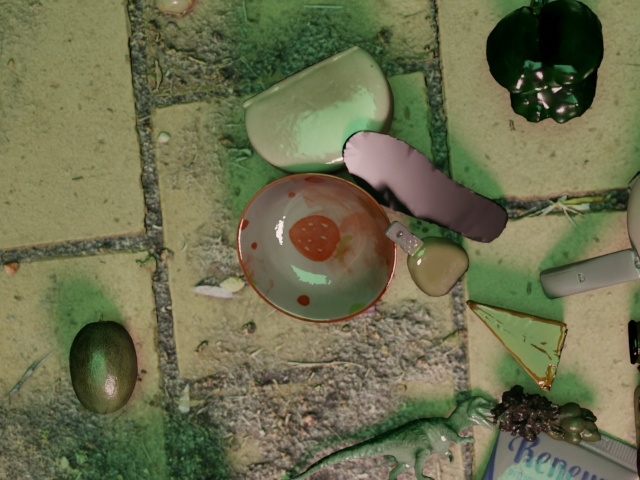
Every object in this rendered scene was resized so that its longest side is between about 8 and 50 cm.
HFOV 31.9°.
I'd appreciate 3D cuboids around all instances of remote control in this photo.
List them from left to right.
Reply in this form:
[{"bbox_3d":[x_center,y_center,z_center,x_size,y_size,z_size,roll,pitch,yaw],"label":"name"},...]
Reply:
[{"bbox_3d":[0.414,0.054,1.738,0.184,0.027,0.049,-20,89,48],"label":"remote control"}]

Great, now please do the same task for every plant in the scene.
[{"bbox_3d":[0.354,0.279,1.758,0.174,0.087,0.085,12,72,1],"label":"plant"}]

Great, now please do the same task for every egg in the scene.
[{"bbox_3d":[-0.245,-0.424,1.891,0.071,0.071,0.083,4,86,10],"label":"egg"}]

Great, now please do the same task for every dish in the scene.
[{"bbox_3d":[0.000,0.000,1.812,0.260,0.085,0.260,4,112,10],"label":"dish"}]

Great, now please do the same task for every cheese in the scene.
[{"bbox_3d":[0.161,0.020,1.765,0.097,0.192,0.037,-50,45,3],"label":"cheese"}]

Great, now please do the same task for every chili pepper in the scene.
[{"bbox_3d":[0.357,-0.301,1.747,0.174,0.261,0.165,-17,127,24],"label":"chili pepper"}]

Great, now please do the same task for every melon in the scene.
[{"bbox_3d":[-0.364,0.207,1.876,0.114,0.114,0.167,-4,91,9],"label":"melon"}]

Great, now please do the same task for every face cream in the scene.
[{"bbox_3d":[0.331,0.484,1.772,0.235,0.137,0.420,23,81,11],"label":"face cream"}]

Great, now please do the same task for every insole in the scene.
[{"bbox_3d":[0.167,-0.082,1.769,0.310,0.012,0.110,24,110,-19],"label":"insole"}]

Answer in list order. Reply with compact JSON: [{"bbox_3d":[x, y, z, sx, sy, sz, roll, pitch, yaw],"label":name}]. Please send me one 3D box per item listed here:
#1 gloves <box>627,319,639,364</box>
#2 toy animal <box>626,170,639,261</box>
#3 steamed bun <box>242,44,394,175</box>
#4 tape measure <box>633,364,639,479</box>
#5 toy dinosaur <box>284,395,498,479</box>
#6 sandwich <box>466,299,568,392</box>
[{"bbox_3d":[0.604,0.140,1.716,0.268,0.135,0.107,-17,122,20],"label":"gloves"},{"bbox_3d":[0.572,-0.023,1.626,0.251,0.310,0.250,-1,92,-16],"label":"toy animal"},{"bbox_3d":[0.008,-0.189,1.805,0.242,0.146,0.164,-26,85,7],"label":"steamed bun"},{"bbox_3d":[0.537,0.320,1.660,0.133,0.231,0.270,-2,88,1],"label":"tape measure"},{"bbox_3d":[0.118,0.362,1.799,0.383,0.076,0.129,-20,45,3],"label":"toy dinosaur"},{"bbox_3d":[0.299,0.167,1.783,0.163,0.079,0.113,14,90,8],"label":"sandwich"}]
